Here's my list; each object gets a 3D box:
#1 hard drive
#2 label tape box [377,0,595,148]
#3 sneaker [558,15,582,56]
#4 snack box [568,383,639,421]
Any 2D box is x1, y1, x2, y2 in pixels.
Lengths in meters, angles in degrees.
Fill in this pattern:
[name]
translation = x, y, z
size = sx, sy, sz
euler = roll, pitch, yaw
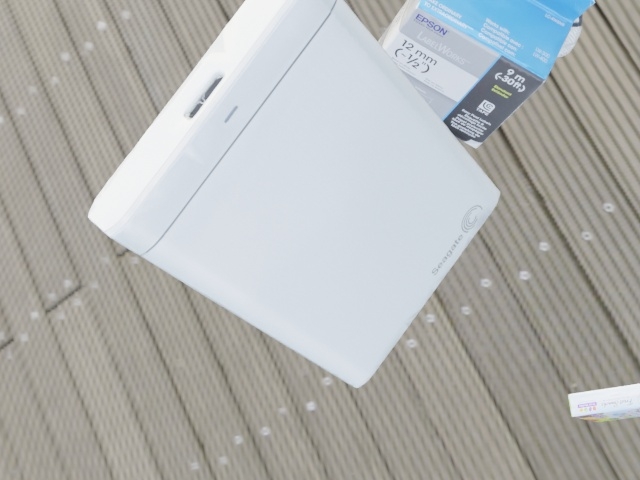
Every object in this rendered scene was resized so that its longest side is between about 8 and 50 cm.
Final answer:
[hard drive]
translation = 0.005, -0.031, 0.826
size = 0.047, 0.353, 0.233
euler = 35, 87, 39
[label tape box]
translation = 0.252, -0.329, 1.693
size = 0.347, 0.249, 0.115
euler = -48, 17, 59
[sneaker]
translation = 0.438, -0.454, 1.791
size = 0.094, 0.235, 0.153
euler = 13, 52, 31
[snack box]
translation = 0.446, 0.235, 1.464
size = 0.141, 0.100, 0.037
euler = -16, 69, 33
